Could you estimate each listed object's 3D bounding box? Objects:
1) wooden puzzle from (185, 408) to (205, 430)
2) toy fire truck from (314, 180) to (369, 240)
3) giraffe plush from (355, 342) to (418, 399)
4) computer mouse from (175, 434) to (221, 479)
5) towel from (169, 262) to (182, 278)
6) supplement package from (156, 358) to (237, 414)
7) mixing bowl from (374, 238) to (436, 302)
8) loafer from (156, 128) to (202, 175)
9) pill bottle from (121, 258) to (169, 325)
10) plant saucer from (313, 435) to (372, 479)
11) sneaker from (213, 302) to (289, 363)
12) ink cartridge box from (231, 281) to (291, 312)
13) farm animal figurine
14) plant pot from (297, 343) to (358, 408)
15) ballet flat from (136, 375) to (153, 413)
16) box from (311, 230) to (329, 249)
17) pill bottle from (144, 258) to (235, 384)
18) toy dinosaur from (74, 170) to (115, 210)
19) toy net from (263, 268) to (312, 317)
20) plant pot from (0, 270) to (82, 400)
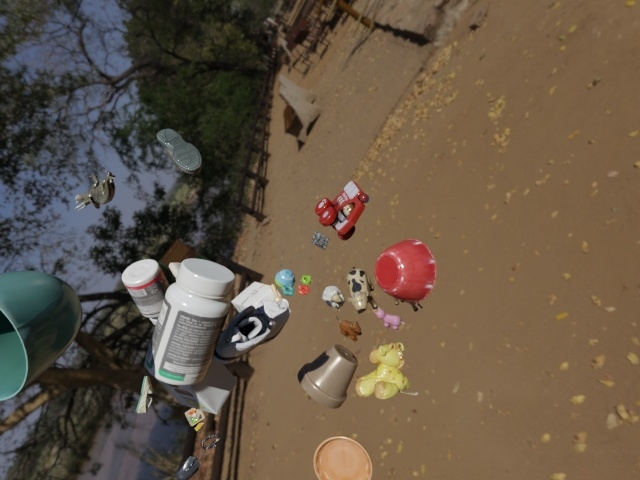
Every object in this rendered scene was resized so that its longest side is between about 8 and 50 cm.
[{"bbox_3d":[-0.556,0.776,1.989,0.079,0.116,0.014,-39,-13,-3],"label":"wooden puzzle"},{"bbox_3d":[0.125,-0.161,2.245,0.254,0.169,0.302,-47,26,12],"label":"toy fire truck"},{"bbox_3d":[0.225,0.440,1.550,0.181,0.211,0.170,17,-110,-76],"label":"giraffe plush"},{"bbox_3d":[-0.503,0.895,1.846,0.242,0.071,0.041,-48,0,-3],"label":"computer mouse"},{"bbox_3d":[-0.602,0.188,2.214,0.049,0.282,0.187,-48,64,18],"label":"towel"},{"bbox_3d":[-0.470,0.530,1.704,0.203,0.194,0.149,-2,41,34],"label":"supplement package"},{"bbox_3d":[0.214,0.084,1.228,0.182,0.098,0.181,-3,86,52],"label":"mixing bowl"},{"bbox_3d":[-0.506,-0.310,1.636,0.267,0.096,0.084,46,150,30],"label":"loafer"},{"bbox_3d":[-0.815,0.262,2.179,0.176,0.177,0.318,-89,-10,-53],"label":"pill bottle"},{"bbox_3d":[0.077,0.751,1.512,0.199,0.200,0.037,-60,-11,9],"label":"plant saucer"},{"bbox_3d":[-0.221,0.308,1.642,0.366,0.137,0.210,-29,-11,-42],"label":"sneaker"},{"bbox_3d":[-0.299,0.332,2.261,0.168,0.171,0.233,-41,22,-25],"label":"ink cartridge box"},{"bbox_3d":[0.187,0.219,1.778,0.331,0.172,0.326,-30,40,-1],"label":"farm animal figurine"},{"bbox_3d":[0.055,0.630,2.159,0.229,0.263,0.263,-56,19,10],"label":"plant pot"},{"bbox_3d":[-0.730,0.646,1.883,0.057,0.053,0.168,-142,66,-71],"label":"ballet flat"},{"bbox_3d":[0.000,0.000,2.330,0.018,0.083,0.067,-28,37,56],"label":"box"},{"bbox_3d":[-0.409,0.254,1.427,0.204,0.204,0.360,-126,55,-70],"label":"pill bottle"},{"bbox_3d":[-0.991,-0.225,2.057,0.314,0.121,0.160,-5,80,34],"label":"toy dinosaur"},{"bbox_3d":[-0.109,0.178,1.421,0.232,0.122,0.045,-66,0,-52],"label":"toy net"},{"bbox_3d":[-0.759,0.209,1.130,0.293,0.293,0.235,-56,-4,21],"label":"plant pot"}]
